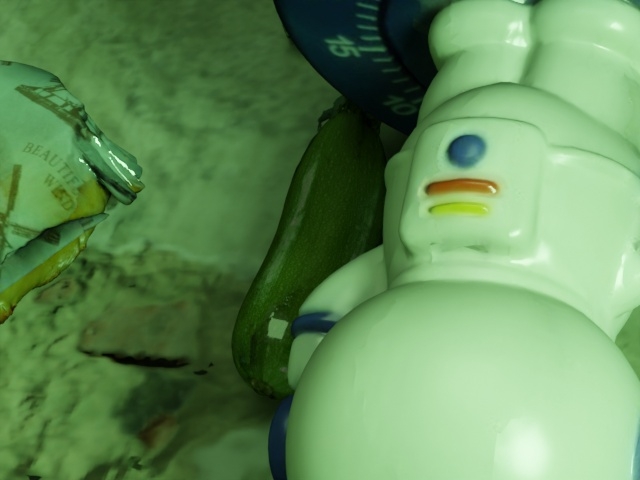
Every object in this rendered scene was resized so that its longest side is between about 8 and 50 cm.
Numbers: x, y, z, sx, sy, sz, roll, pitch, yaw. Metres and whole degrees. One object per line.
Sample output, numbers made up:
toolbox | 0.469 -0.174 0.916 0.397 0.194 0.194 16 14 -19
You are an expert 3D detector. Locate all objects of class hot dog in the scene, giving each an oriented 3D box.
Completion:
hot dog | -0.206 0.007 0.846 0.163 0.082 0.270 30 52 28

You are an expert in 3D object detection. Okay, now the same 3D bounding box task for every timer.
timer | 0.079 -0.030 0.708 0.270 0.270 0.383 4 63 21

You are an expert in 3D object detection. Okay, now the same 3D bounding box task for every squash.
squash | 0.000 0.000 0.809 0.052 0.052 0.183 -1 44 17

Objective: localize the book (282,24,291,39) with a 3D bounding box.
book | 0.091 -0.189 0.949 0.228 0.024 0.160 -5 67 12
